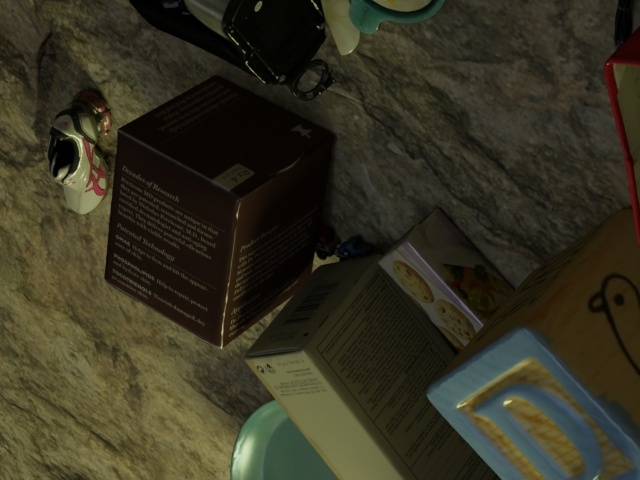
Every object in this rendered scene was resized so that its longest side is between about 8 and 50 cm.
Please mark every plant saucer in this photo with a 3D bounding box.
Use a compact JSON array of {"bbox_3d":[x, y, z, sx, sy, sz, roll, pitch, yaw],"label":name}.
[{"bbox_3d":[0.019,0.333,2.144,0.317,0.044,0.317,17,118,37],"label":"plant saucer"}]

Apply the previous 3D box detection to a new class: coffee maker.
[{"bbox_3d":[-0.094,-0.223,1.699,0.178,0.120,0.171,31,146,40],"label":"coffee maker"}]

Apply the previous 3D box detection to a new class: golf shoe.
[{"bbox_3d":[-0.297,-0.093,2.081,0.067,0.086,0.186,30,142,19],"label":"golf shoe"}]

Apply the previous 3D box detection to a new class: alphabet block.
[{"bbox_3d":[0.254,0.121,1.641,0.192,0.197,0.193,47,144,-3],"label":"alphabet block"}]

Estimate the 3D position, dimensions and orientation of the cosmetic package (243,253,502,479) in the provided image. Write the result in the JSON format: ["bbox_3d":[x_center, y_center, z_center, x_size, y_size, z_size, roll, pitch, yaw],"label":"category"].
[{"bbox_3d":[0.077,0.183,1.884,0.113,0.160,0.309,-11,121,50],"label":"cosmetic package"}]

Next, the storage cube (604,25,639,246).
[{"bbox_3d":[0.358,-0.098,1.331,0.215,0.193,0.184,10,131,38],"label":"storage cube"}]

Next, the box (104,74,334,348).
[{"bbox_3d":[-0.109,-0.032,1.856,0.167,0.168,0.203,29,129,25],"label":"box"}]

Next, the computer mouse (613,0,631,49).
[{"bbox_3d":[0.292,-0.111,1.514,0.071,0.041,0.242,9,129,41],"label":"computer mouse"}]

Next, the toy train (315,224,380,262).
[{"bbox_3d":[0.000,0.000,1.924,0.158,0.027,0.036,19,126,32],"label":"toy train"}]

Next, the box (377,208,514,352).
[{"bbox_3d":[0.196,0.110,1.800,0.324,0.063,0.067,48,145,-2],"label":"box"}]

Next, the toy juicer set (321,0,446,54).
[{"bbox_3d":[0.041,-0.286,1.555,0.209,0.089,0.329,54,144,-11],"label":"toy juicer set"}]
